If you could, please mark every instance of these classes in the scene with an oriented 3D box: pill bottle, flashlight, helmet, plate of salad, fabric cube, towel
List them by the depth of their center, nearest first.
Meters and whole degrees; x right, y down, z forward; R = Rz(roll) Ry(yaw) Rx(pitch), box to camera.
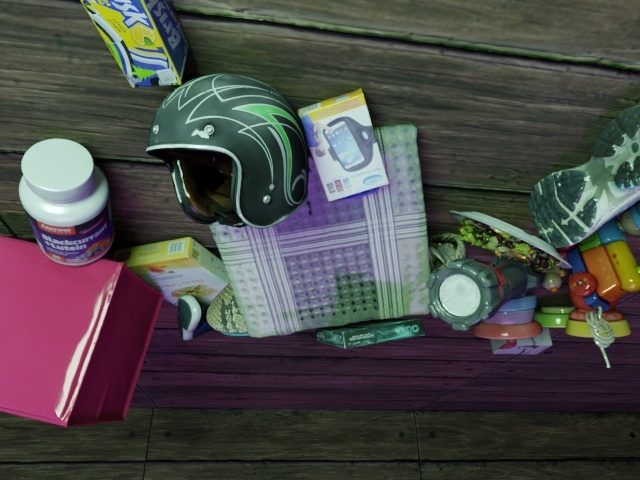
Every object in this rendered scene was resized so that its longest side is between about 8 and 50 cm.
[{"bbox_3d":[-0.097,-0.101,0.533,0.170,0.169,0.161,-12,115,19],"label":"helmet"},{"bbox_3d":[-0.350,-0.050,0.674,0.108,0.108,0.193,7,150,-15],"label":"pill bottle"},{"bbox_3d":[0.000,0.000,0.713,0.312,0.056,0.324,-9,121,5],"label":"towel"},{"bbox_3d":[0.287,0.006,0.757,0.200,0.048,0.200,27,-176,-2],"label":"plate of salad"},{"bbox_3d":[0.276,0.070,0.798,0.103,0.103,0.304,-43,160,28],"label":"flashlight"},{"bbox_3d":[-0.460,0.160,0.827,0.258,0.254,0.259,13,160,2],"label":"fabric cube"}]

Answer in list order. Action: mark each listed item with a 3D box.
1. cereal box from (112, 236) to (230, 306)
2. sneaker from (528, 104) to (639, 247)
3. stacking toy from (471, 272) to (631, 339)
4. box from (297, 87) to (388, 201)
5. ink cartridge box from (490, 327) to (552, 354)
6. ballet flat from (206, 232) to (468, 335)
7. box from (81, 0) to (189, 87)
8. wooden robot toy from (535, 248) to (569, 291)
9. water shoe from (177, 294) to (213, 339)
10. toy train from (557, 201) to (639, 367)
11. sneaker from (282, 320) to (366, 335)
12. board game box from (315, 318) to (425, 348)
[{"bbox_3d":[-0.268,0.075,0.971,0.173,0.047,0.240,-10,150,18],"label":"cereal box"},{"bbox_3d":[0.407,-0.073,0.667,0.122,0.110,0.283,-7,159,-16],"label":"sneaker"},{"bbox_3d":[0.500,0.140,1.113,0.309,0.130,0.279,-4,178,11],"label":"stacking toy"},{"bbox_3d":[0.032,-0.107,0.596,0.081,0.028,0.136,-16,119,10],"label":"box"},{"bbox_3d":[0.569,0.285,1.379,0.135,0.056,0.099,2,151,-4],"label":"ink cartridge box"},{"bbox_3d":[0.025,0.050,0.861,0.483,0.164,0.182,-6,129,-1],"label":"ballet flat"},{"bbox_3d":[-0.171,-0.217,0.424,0.054,0.059,0.169,-2,152,5],"label":"box"},{"bbox_3d":[0.439,0.059,0.934,0.173,0.079,0.076,2,151,-7],"label":"wooden robot toy"},{"bbox_3d":[-0.255,0.155,1.021,0.080,0.072,0.203,-13,164,-24],"label":"water shoe"},{"bbox_3d":[0.490,0.065,0.777,0.105,0.247,0.143,22,139,-36],"label":"toy train"},{"bbox_3d":[0.007,0.167,1.091,0.293,0.108,0.169,-25,141,34],"label":"sneaker"},{"bbox_3d":[0.072,0.148,0.785,0.126,0.026,0.186,-7,173,-13],"label":"board game box"}]
